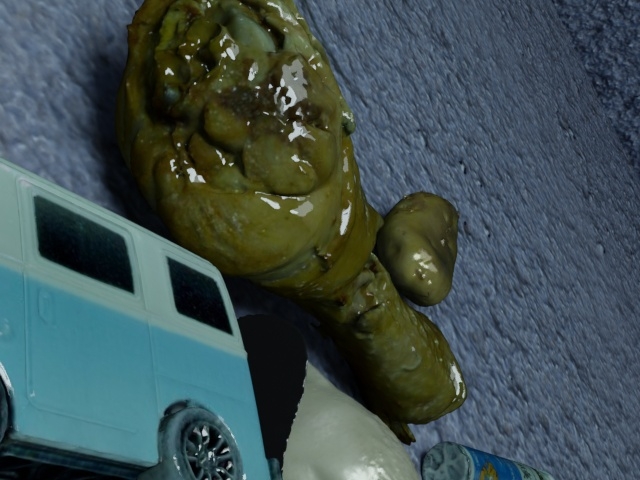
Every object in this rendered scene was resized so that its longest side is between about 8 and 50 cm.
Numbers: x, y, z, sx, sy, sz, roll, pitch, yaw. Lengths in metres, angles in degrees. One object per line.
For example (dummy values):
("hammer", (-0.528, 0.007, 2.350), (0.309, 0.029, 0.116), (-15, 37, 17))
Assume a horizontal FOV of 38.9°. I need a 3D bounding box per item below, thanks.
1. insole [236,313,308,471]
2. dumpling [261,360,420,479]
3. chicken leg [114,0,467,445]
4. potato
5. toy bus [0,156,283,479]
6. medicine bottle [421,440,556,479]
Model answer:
("insole", (-0.055, 0.154, 0.473), (0.005, 0.086, 0.253), (58, 41, -56))
("dumpling", (-0.024, 0.168, 0.523), (0.167, 0.126, 0.215), (-20, 90, -23))
("chicken leg", (0.000, 0.000, 0.664), (0.429, 0.153, 0.201), (55, 22, -32))
("potato", (0.094, 0.008, 0.873), (0.091, 0.070, 0.138), (59, 31, -21))
("toy bus", (-0.153, 0.046, 0.387), (0.271, 0.133, 0.164), (31, 39, -49))
("medicine bottle", (0.162, 0.225, 0.843), (0.191, 0.051, 0.051), (27, 47, -48))
